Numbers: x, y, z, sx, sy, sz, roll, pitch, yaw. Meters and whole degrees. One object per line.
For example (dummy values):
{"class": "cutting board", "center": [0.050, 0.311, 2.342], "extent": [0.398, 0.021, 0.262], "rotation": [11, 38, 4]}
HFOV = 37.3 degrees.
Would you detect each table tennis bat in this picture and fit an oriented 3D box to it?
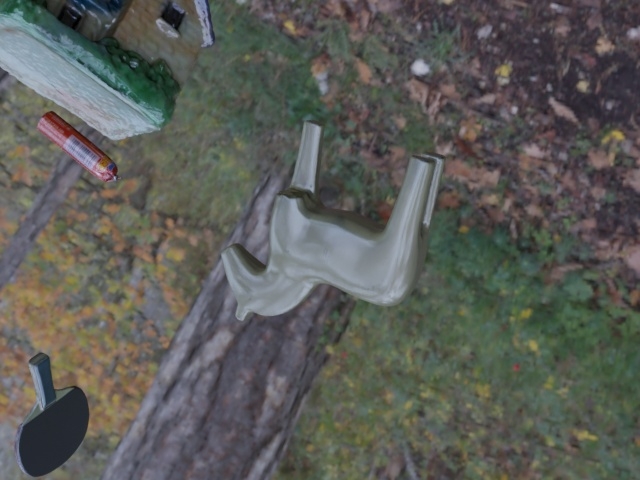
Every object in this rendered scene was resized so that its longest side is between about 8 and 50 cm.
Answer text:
{"class": "table tennis bat", "center": [-0.458, 0.294, 1.605], "extent": [0.021, 0.154, 0.274], "rotation": [28, 135, 27]}

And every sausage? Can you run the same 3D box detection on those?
{"class": "sausage", "center": [-0.314, -0.119, 1.248], "extent": [0.129, 0.034, 0.034], "rotation": [38, 144, 6]}

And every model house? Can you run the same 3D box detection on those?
{"class": "model house", "center": [-0.341, -0.358, 1.486], "extent": [0.312, 0.280, 0.245], "rotation": [35, 160, -28]}

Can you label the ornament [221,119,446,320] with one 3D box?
{"class": "ornament", "center": [0.000, 0.000, 1.006], "extent": [0.230, 0.061, 0.245], "rotation": [20, 110, 23]}
